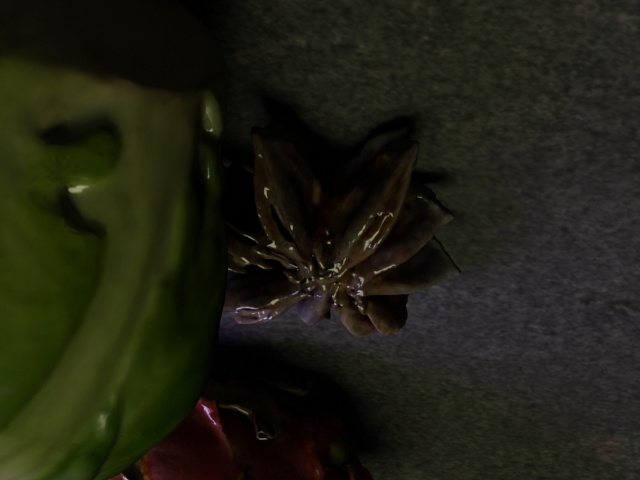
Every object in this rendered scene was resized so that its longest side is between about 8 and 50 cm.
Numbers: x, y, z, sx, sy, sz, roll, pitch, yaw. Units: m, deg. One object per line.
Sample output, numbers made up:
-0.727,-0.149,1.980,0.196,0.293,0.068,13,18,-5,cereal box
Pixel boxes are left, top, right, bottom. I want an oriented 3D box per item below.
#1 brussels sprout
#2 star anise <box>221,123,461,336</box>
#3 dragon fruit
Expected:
-0.198,0.007,1.244,0.276,0.315,0.371,15,138,-23,brussels sprout
0.000,0.000,1.363,0.229,0.093,0.236,-19,142,31,star anise
-0.081,0.244,1.622,0.291,0.269,0.250,23,156,-12,dragon fruit
